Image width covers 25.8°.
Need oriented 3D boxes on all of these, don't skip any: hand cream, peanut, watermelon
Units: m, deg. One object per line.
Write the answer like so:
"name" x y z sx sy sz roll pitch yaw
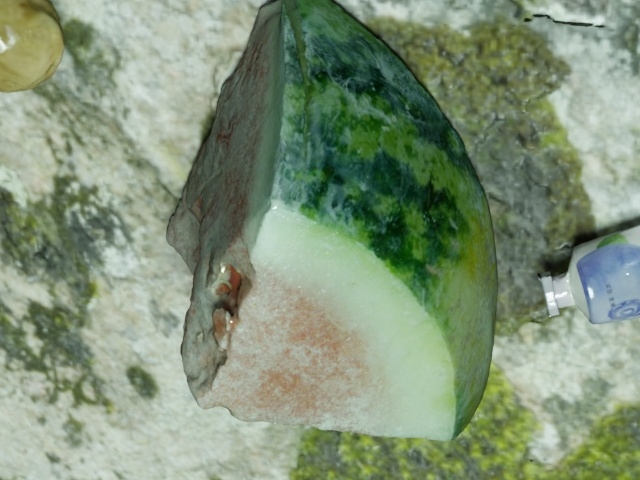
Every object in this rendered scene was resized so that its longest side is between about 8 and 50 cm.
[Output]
"hand cream" 0.218 0.021 0.937 0.142 0.053 0.084 -13 112 12
"peanut" -0.280 -0.169 0.959 0.226 0.095 0.108 21 137 1
"watermelon" 0.000 0.000 0.952 0.231 0.193 0.310 -22 124 5
